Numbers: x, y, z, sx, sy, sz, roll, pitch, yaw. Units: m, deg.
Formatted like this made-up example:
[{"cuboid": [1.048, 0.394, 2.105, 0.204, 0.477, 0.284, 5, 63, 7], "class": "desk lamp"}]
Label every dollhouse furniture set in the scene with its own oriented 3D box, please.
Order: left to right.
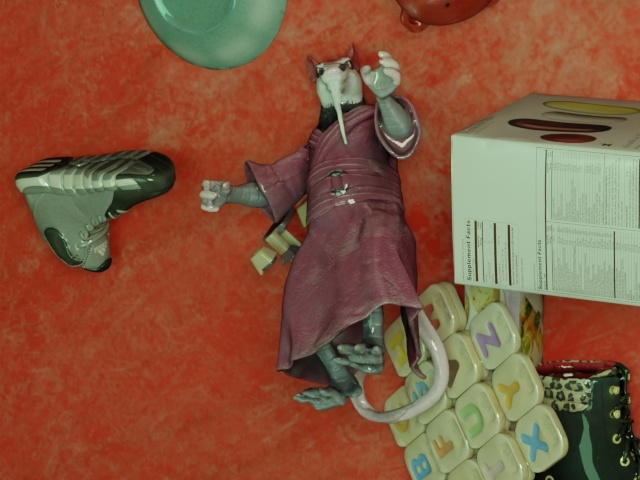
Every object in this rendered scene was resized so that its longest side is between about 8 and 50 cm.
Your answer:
[{"cuboid": [0.000, 0.000, 2.086, 0.081, 0.091, 0.114, 45, 121, -9], "class": "dollhouse furniture set"}]

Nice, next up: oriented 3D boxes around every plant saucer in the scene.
[{"cuboid": [-0.128, -0.273, 2.084, 0.195, 0.037, 0.195, 10, 112, 28], "class": "plant saucer"}]

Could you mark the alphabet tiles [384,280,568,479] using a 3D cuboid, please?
[{"cuboid": [0.150, 0.191, 2.008, 0.278, 0.021, 0.284, -49, 60, 54], "class": "alphabet tiles"}]

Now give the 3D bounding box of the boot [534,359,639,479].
[{"cuboid": [0.315, 0.218, 1.970, 0.236, 0.085, 0.178, 4, 105, 28], "class": "boot"}]

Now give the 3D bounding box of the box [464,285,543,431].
[{"cuboid": [0.190, 0.156, 2.031, 0.067, 0.063, 0.324, 10, 112, 30], "class": "box"}]

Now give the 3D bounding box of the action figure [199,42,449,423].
[{"cuboid": [0.048, -0.032, 1.969, 0.248, 0.276, 0.370, -19, 60, 34], "class": "action figure"}]

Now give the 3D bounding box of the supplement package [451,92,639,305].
[{"cuboid": [0.255, -0.044, 1.846, 0.203, 0.194, 0.149, 7, 109, 28], "class": "supplement package"}]

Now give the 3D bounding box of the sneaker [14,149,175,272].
[{"cuboid": [-0.239, -0.028, 2.215, 0.229, 0.086, 0.132, 1, 112, 40], "class": "sneaker"}]

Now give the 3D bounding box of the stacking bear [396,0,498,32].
[{"cuboid": [0.097, -0.343, 1.862, 0.164, 0.175, 0.289, 37, 146, 63], "class": "stacking bear"}]

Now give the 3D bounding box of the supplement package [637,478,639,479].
[{"cuboid": [0.384, 0.252, 1.850, 0.244, 0.139, 0.134, -39, 84, 5], "class": "supplement package"}]
